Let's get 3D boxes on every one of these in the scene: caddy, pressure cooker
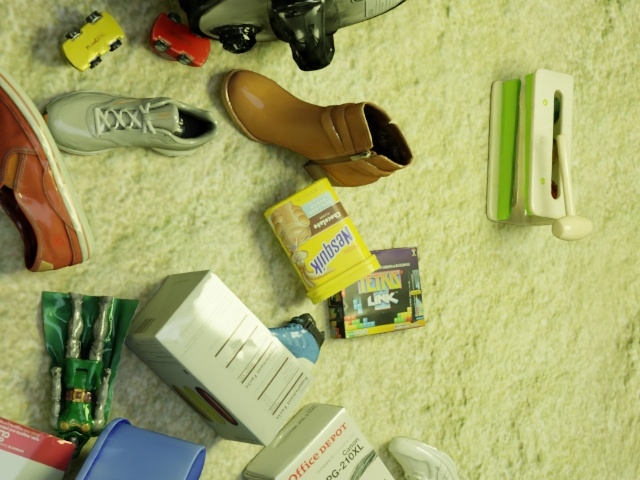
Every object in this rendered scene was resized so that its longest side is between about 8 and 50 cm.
[{"bbox_3d":[-0.275,0.391,1.392,0.341,0.179,0.241,-69,168,-58],"label":"caddy"},{"bbox_3d":[-0.048,-0.460,1.561,0.369,0.375,0.421,-6,84,-44],"label":"pressure cooker"}]

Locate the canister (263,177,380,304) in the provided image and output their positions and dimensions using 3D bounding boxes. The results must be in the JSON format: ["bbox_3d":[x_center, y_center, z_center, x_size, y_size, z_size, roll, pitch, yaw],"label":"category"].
[{"bbox_3d":[0.000,0.000,1.701,0.126,0.073,0.170,-30,89,-5],"label":"canister"}]

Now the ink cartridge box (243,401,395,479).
[{"bbox_3d":[0.018,0.403,1.696,0.172,0.100,0.237,-43,109,-28],"label":"ink cartridge box"}]

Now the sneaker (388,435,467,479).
[{"bbox_3d":[0.190,0.428,1.816,0.232,0.090,0.115,44,68,-21],"label":"sneaker"}]

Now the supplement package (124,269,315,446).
[{"bbox_3d":[-0.152,0.176,1.581,0.244,0.139,0.134,48,63,-20],"label":"supplement package"}]

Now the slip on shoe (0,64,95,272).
[{"bbox_3d":[-0.419,-0.105,1.449,0.101,0.123,0.331,-29,107,-27],"label":"slip on shoe"}]

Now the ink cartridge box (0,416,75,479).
[{"bbox_3d":[-0.429,0.327,1.396,0.127,0.128,0.176,28,71,-28],"label":"ink cartridge box"}]

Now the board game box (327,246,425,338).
[{"bbox_3d":[0.093,0.087,1.802,0.170,0.048,0.141,-6,91,-33],"label":"board game box"}]

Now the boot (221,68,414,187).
[{"bbox_3d":[-0.004,-0.183,1.657,0.283,0.220,0.109,45,65,-22],"label":"boot"}]

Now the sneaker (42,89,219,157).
[{"bbox_3d":[-0.268,-0.177,1.545,0.262,0.121,0.099,-3,87,-33],"label":"sneaker"}]

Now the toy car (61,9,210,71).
[{"bbox_3d":[-0.290,-0.363,1.586,0.239,0.053,0.225,-9,91,-34],"label":"toy car"}]

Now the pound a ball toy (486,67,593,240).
[{"bbox_3d":[0.424,-0.147,1.940,0.135,0.208,0.319,7,82,-32],"label":"pound a ball toy"}]

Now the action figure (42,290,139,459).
[{"bbox_3d":[-0.336,0.191,1.496,0.137,0.063,0.232,5,83,-4],"label":"action figure"}]

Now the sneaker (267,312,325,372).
[{"bbox_3d":[-0.055,0.145,1.693,0.152,0.058,0.085,34,75,-31],"label":"sneaker"}]
